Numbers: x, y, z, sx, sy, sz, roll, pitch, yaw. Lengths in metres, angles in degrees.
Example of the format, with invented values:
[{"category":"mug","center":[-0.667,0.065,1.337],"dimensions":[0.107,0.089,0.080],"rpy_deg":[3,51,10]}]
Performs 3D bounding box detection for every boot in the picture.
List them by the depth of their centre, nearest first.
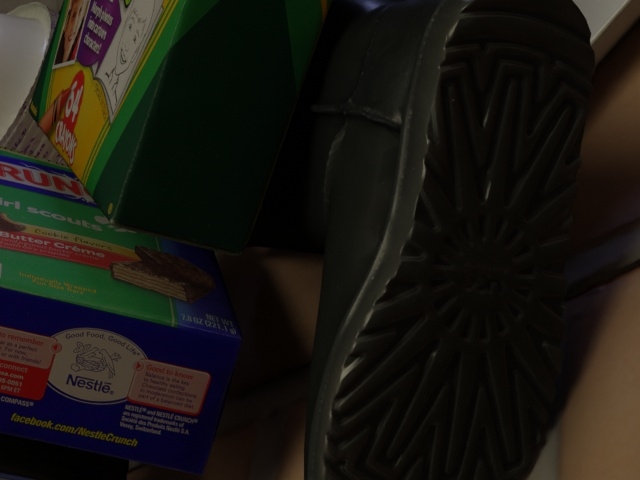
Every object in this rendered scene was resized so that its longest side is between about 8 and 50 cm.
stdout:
[{"category":"boot","center":[0.001,-0.002,1.115],"dimensions":[0.445,0.146,0.367],"rpy_deg":[17,90,63]}]

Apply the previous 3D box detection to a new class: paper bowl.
[{"category":"paper bowl","center":[-0.386,-0.149,1.828],"dimensions":[0.284,0.148,0.284],"rpy_deg":[-36,36,31]}]

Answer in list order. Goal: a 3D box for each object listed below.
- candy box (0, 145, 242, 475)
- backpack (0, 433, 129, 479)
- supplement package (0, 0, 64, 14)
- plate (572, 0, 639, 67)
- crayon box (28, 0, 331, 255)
[{"category":"candy box","center":[-0.215,0.034,1.215],"dimensions":[0.317,0.268,0.122],"rpy_deg":[-120,46,-68]},{"category":"backpack","center":[-0.292,0.227,1.245],"dimensions":[0.263,0.277,0.213],"rpy_deg":[124,160,-48]},{"category":"supplement package","center":[-0.501,-0.314,2.031],"dimensions":[0.204,0.262,0.145],"rpy_deg":[-55,30,5]},{"category":"plate","center":[0.172,-0.203,1.162],"dimensions":[0.278,0.045,0.277],"rpy_deg":[-49,32,15]},{"category":"crayon box","center":[-0.101,-0.193,1.171],"dimensions":[0.363,0.106,0.313],"rpy_deg":[41,114,65]}]
